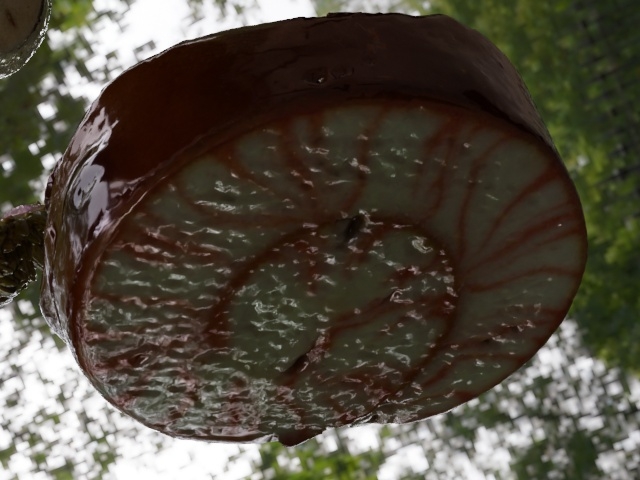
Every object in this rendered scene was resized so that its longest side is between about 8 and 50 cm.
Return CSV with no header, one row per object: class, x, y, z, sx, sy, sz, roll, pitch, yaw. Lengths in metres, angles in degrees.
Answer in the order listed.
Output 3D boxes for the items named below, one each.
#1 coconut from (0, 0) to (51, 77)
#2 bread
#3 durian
coconut,-0.440,-0.287,1.660,0.224,0.234,0.224,-3,-85,-34
bread,-0.002,-0.002,0.868,0.114,0.328,0.295,-109,25,-43
durian,-0.370,0.038,1.505,0.191,0.341,0.112,-18,-92,-52
